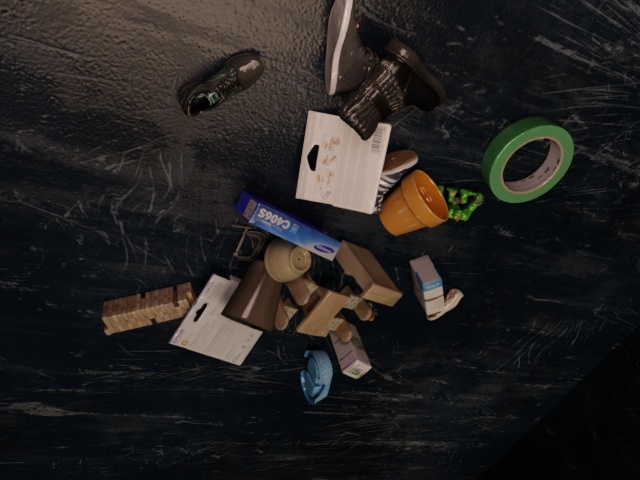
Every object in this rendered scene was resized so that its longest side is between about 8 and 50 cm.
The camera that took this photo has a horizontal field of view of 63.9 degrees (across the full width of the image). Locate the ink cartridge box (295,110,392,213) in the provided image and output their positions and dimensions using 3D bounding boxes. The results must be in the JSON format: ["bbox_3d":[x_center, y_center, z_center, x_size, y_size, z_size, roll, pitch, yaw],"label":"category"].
[{"bbox_3d":[0.072,-0.254,1.650,0.262,0.066,0.296,12,113,5],"label":"ink cartridge box"}]

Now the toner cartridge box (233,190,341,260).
[{"bbox_3d":[-0.109,-0.048,1.739,0.348,0.165,0.075,26,96,-32],"label":"toner cartridge box"}]

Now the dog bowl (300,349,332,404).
[{"bbox_3d":[-0.017,0.619,2.346,0.074,0.166,0.297,-10,132,-25],"label":"dog bowl"}]

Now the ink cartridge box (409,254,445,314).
[{"bbox_3d":[0.441,0.186,2.117,0.086,0.148,0.203,-19,131,-2],"label":"ink cartridge box"}]

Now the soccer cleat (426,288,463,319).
[{"bbox_3d":[0.560,0.295,2.302,0.076,0.068,0.196,29,114,-37],"label":"soccer cleat"}]

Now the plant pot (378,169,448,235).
[{"bbox_3d":[0.315,-0.115,1.810,0.188,0.205,0.205,-33,132,32],"label":"plant pot"}]

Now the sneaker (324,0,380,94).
[{"bbox_3d":[0.100,-0.549,1.435,0.147,0.104,0.295,-6,136,-14],"label":"sneaker"}]

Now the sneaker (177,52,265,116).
[{"bbox_3d":[-0.269,-0.422,1.426,0.268,0.106,0.101,-29,130,6],"label":"sneaker"}]

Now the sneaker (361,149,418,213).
[{"bbox_3d":[0.220,-0.193,1.763,0.283,0.099,0.153,-25,127,14],"label":"sneaker"}]

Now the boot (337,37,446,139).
[{"bbox_3d":[0.206,-0.394,1.492,0.348,0.131,0.260,21,106,-53],"label":"boot"}]

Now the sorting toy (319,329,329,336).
[{"bbox_3d":[0.009,0.391,2.253,0.062,0.012,0.083,14,127,-20],"label":"sorting toy"}]

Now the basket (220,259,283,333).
[{"bbox_3d":[-0.228,0.197,1.863,0.205,0.226,0.154,27,161,-24],"label":"basket"}]

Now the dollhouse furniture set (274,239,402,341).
[{"bbox_3d":[0.075,0.240,1.947,0.362,0.256,0.394,21,115,-41],"label":"dollhouse furniture set"}]

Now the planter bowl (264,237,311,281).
[{"bbox_3d":[-0.102,0.067,1.818,0.109,0.161,0.162,-6,148,45],"label":"planter bowl"}]

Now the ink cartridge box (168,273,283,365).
[{"bbox_3d":[-0.363,0.298,1.974,0.330,0.071,0.324,29,100,-33],"label":"ink cartridge box"}]

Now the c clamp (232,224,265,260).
[{"bbox_3d":[-0.270,0.010,1.847,0.137,0.022,0.160,5,126,-26],"label":"c clamp"}]

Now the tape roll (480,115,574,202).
[{"bbox_3d":[0.746,-0.287,1.858,0.322,0.077,0.321,-8,131,-9],"label":"tape roll"}]

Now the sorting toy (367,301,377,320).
[{"bbox_3d":[0.216,0.312,2.228,0.061,0.042,0.101,-20,131,0],"label":"sorting toy"}]

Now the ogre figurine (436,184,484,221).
[{"bbox_3d":[0.505,-0.135,1.909,0.197,0.097,0.118,-1,112,-35],"label":"ogre figurine"}]

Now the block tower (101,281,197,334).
[{"bbox_3d":[-0.633,0.250,1.893,0.336,0.090,0.097,-14,131,-5],"label":"block tower"}]

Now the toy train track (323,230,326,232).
[{"bbox_3d":[0.000,0.000,1.922,0.048,0.014,0.083,15,118,-19],"label":"toy train track"}]

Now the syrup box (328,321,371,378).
[{"bbox_3d":[0.124,0.463,2.198,0.093,0.236,0.096,32,114,-36],"label":"syrup box"}]
